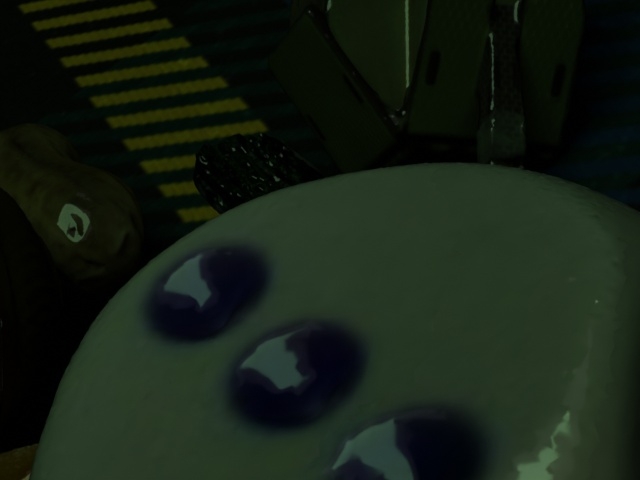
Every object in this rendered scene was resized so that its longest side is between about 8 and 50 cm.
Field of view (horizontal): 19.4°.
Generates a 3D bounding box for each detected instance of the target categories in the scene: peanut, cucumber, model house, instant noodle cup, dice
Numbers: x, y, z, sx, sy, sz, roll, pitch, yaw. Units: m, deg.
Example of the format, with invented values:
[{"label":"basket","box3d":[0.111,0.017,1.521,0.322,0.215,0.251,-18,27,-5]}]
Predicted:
[{"label":"peanut","box3d":[-0.205,-0.028,1.447,0.098,0.103,0.229,-36,40,-12]},{"label":"cucumber","box3d":[0.000,0.001,1.303,0.077,0.077,0.265,-39,41,-6]},{"label":"model house","box3d":[0.078,-0.091,1.317,0.204,0.218,0.279,1,77,-15]},{"label":"instant noodle cup","box3d":[-0.254,0.052,1.356,0.090,0.274,0.274,-6,24,-36]},{"label":"dice","box3d":[0.056,0.159,0.922,0.304,0.304,0.277,-9,46,28]}]

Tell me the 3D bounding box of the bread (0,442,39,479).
[{"label":"bread","box3d":[-0.188,0.215,1.182,0.235,0.099,0.210,-21,39,25]}]
